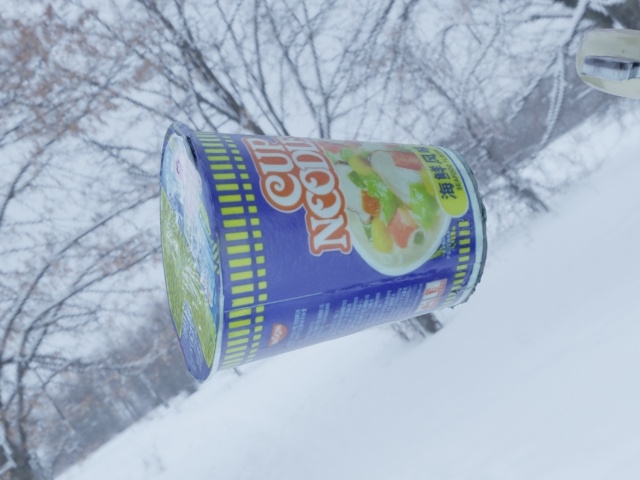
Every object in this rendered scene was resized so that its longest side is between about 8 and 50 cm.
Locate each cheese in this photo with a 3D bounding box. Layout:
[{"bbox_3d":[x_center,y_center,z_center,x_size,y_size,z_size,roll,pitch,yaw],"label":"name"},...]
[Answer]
[{"bbox_3d":[0.239,-0.130,0.603,0.171,0.092,0.047,-48,-34,-68],"label":"cheese"}]

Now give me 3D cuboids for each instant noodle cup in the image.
[{"bbox_3d":[0.000,0.000,0.892,0.313,0.284,0.284,-6,-14,-20],"label":"instant noodle cup"}]
